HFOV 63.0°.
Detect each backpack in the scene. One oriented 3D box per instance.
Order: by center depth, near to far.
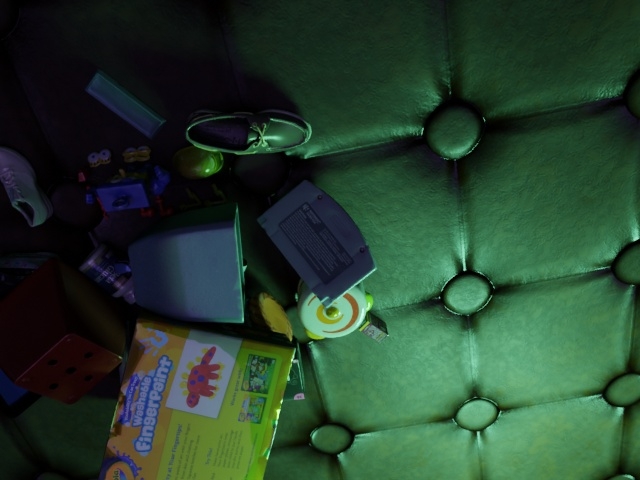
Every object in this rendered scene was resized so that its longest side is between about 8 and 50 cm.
[{"bbox_3d":[-0.787,0.098,1.407,0.182,0.115,0.151,-4,129,-2],"label":"backpack"}]

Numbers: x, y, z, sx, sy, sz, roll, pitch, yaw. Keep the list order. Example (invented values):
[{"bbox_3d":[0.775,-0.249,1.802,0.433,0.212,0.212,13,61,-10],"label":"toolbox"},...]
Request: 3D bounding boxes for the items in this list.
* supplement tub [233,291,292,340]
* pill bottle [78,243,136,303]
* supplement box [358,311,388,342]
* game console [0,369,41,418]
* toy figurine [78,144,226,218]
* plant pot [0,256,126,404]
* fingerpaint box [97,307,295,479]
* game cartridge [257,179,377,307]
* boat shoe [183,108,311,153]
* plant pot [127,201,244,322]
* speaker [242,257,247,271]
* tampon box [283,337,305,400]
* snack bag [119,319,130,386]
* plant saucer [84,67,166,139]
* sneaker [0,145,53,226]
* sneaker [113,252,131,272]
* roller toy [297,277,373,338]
[{"bbox_3d":[-0.262,0.294,1.474,0.338,0.207,0.207,-31,114,14],"label":"supplement tub"},{"bbox_3d":[-0.560,0.095,1.424,0.094,0.094,0.169,-38,112,16],"label":"pill bottle"},{"bbox_3d":[0.156,0.257,1.555,0.083,0.055,0.043,35,112,-17],"label":"supplement box"},{"bbox_3d":[-0.806,0.328,1.491,0.250,0.173,0.293,-14,117,5],"label":"game console"},{"bbox_3d":[-0.420,-0.107,1.257,0.363,0.217,0.191,-5,117,1],"label":"toy figurine"},{"bbox_3d":[-0.663,0.256,1.340,0.267,0.235,0.267,-41,137,-2],"label":"plant pot"},{"bbox_3d":[-0.300,0.418,1.259,0.371,0.163,0.444,13,91,-13],"label":"fingerpaint box"},{"bbox_3d":[0.000,0.000,1.342,0.196,0.060,0.294,-39,85,7],"label":"game cartridge"},{"bbox_3d":[-0.174,-0.258,1.258,0.305,0.091,0.109,2,117,-3],"label":"boat shoe"},{"bbox_3d":[-0.319,0.054,1.268,0.253,0.248,0.246,-4,105,-7],"label":"plant pot"},{"bbox_3d":[-0.254,0.108,1.464,0.055,0.055,0.136,24,114,-13],"label":"speaker"},{"bbox_3d":[-0.116,0.396,1.589,0.121,0.101,0.160,-7,117,2],"label":"tampon box"},{"bbox_3d":[-0.558,0.451,1.482,0.037,0.323,0.342,0,118,-20],"label":"snack bag"},{"bbox_3d":[-0.470,-0.324,1.256,0.192,0.018,0.067,37,110,-20],"label":"plant saucer"},{"bbox_3d":[-0.753,-0.132,1.301,0.080,0.094,0.212,-21,116,10],"label":"sneaker"},{"bbox_3d":[-0.440,0.010,1.382,0.232,0.081,0.090,-21,104,-12],"label":"sneaker"},{"bbox_3d":[0.028,0.167,1.452,0.210,0.146,0.191,-22,115,10],"label":"roller toy"}]
